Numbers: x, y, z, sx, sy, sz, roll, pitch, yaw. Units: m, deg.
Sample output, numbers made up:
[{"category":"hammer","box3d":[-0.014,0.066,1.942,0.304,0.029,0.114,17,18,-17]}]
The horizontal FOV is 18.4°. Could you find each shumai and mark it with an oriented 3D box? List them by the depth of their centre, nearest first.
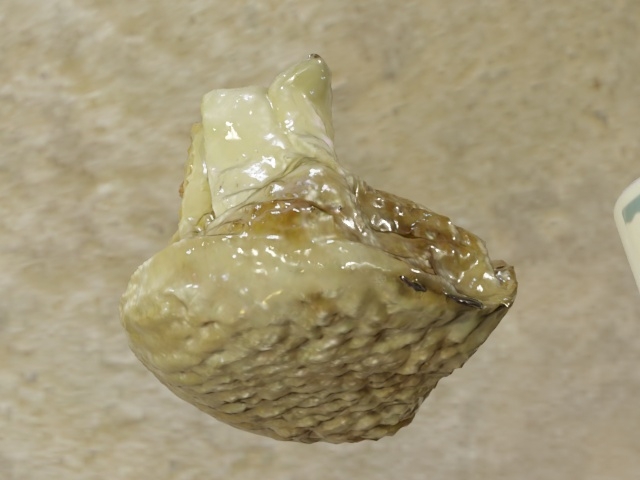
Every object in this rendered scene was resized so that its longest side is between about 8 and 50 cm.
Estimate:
[{"category":"shumai","box3d":[-0.004,-0.001,0.684,0.145,0.145,0.116,14,58,-26]}]

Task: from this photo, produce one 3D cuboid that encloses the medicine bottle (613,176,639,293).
[{"category":"medicine bottle","box3d":[0.317,0.058,1.489,0.139,0.139,0.237,-1,63,-27]}]
